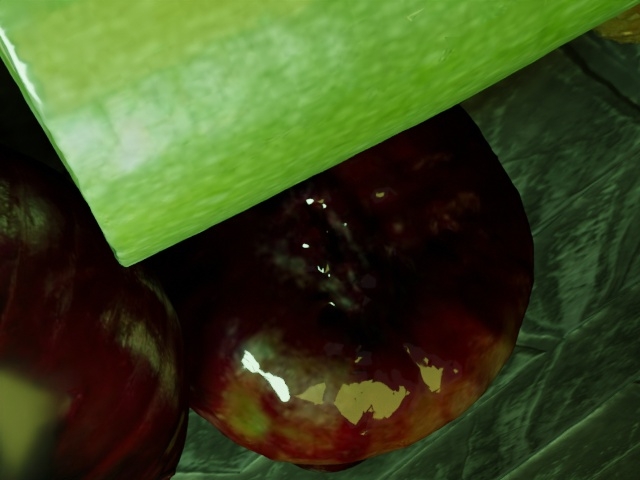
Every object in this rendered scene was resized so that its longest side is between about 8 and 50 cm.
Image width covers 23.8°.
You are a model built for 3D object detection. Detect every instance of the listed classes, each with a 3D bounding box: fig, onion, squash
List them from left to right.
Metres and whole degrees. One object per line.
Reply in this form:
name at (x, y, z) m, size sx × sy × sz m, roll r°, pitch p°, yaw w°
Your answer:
onion at (-0.214, 0.048, 0.691) m, size 0.314 × 0.232 × 0.314 m, roll -2°, pitch 147°, yaw -1°
fig at (0.004, -0.001, 0.825) m, size 0.224 × 0.224 × 0.263 m, roll -47°, pitch -177°, yaw 29°
squash at (0.042, -0.189, 0.482) m, size 0.384 × 0.263 × 0.263 m, roll -28°, pitch 154°, yaw -7°

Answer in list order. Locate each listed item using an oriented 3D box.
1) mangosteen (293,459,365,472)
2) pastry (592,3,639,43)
mangosteen at (-0.012, 0.111, 1.119) m, size 0.140 × 0.140 × 0.140 m, roll -24°, pitch 153°, yaw -13°
pastry at (0.204, -0.175, 0.873) m, size 0.153 × 0.081 × 0.153 m, roll -27°, pitch 157°, yaw -12°
